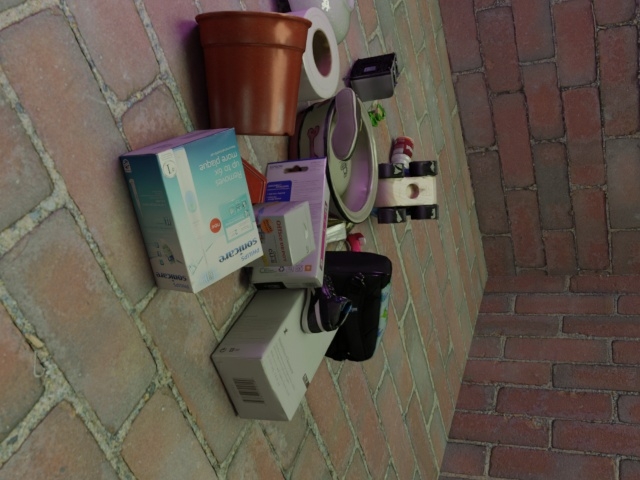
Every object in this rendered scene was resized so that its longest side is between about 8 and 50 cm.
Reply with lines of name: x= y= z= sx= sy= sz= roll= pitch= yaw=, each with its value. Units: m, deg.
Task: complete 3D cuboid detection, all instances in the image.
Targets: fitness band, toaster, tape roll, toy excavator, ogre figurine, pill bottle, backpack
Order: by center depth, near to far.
tape roll: x=-0.069 y=-0.507 z=1.791 sx=0.246 sy=0.169 sz=0.246 roll=-2 pitch=90 yaw=-65
backpack: x=0.084 y=0.202 z=1.941 sx=0.273 sy=0.289 sz=0.356 roll=-56 pitch=145 yaw=-65
fitness band: x=0.129 y=0.081 z=2.154 sx=0.291 sy=0.054 sz=0.209 roll=-108 pitch=-171 yaw=-81
ogre figurine: x=0.152 y=-0.428 z=2.297 sx=0.097 sy=0.118 sz=0.197 roll=63 pitch=34 yaw=-34
toaster: x=0.193 y=-0.594 z=2.348 sx=0.168 sy=0.185 sz=0.110 roll=-73 pitch=152 yaw=-49
toy excavator: x=0.324 y=-0.192 z=2.550 sx=0.432 sy=0.445 sz=0.223 roll=-5 pitch=95 yaw=-23
pill bottle: x=0.346 y=-0.361 z=2.727 sx=0.086 sy=0.086 sz=0.152 roll=55 pitch=41 yaw=-48

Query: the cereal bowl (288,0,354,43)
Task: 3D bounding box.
cereal bowl: x=0.010 y=-0.750 z=1.943 sx=0.339 sy=0.141 sz=0.339 roll=-11 pitch=90 yaw=-70

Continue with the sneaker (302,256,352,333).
sneaker: x=0.028 y=0.133 z=1.653 sx=0.079 sy=0.121 sz=0.217 roll=41 pitch=50 yaw=-54

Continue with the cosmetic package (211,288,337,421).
cosmetic package: x=-0.101 y=0.256 z=1.679 sx=0.385 sy=0.156 sz=0.217 roll=-57 pitch=135 yaw=-49

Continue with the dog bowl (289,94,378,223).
dog bowl: x=0.043 y=-0.253 z=2.024 sx=0.408 sy=0.150 sz=0.408 roll=-3 pitch=90 yaw=-65

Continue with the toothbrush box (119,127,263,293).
toothbrush box: x=-0.263 y=-0.067 z=1.359 sx=0.216 sy=0.126 sz=0.296 roll=-30 pitch=116 yaw=-46

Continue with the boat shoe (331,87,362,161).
boat shoe: x=0.082 y=-0.324 z=1.847 sx=0.068 sy=0.081 sz=0.228 roll=34 pitch=55 yaw=-54

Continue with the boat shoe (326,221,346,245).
boat shoe: x=0.000 y=0.000 z=1.939 sx=0.184 sy=0.066 sz=0.063 roll=-24 pitch=102 yaw=-34

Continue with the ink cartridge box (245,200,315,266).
ink cartridge box: x=-0.120 y=-0.016 z=1.530 sx=0.127 sy=0.176 sz=0.128 roll=-37 pitch=121 yaw=-59

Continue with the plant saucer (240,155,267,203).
plant saucer: x=-0.214 y=-0.100 z=1.601 sx=0.259 sy=0.047 sz=0.259 roll=38 pitch=55 yaw=-57

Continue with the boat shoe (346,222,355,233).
boat shoe: x=0.108 y=-0.081 z=2.260 sx=0.152 sy=0.056 sz=0.049 roll=-52 pitch=139 yaw=-40

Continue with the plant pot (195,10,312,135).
plant pot: x=-0.158 y=-0.382 z=1.524 sx=0.272 sy=0.272 sz=0.265 roll=-19 pitch=113 yaw=-63

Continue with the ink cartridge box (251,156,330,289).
ink cartridge box: x=-0.072 y=-0.049 z=1.707 sx=0.069 sy=0.175 sz=0.371 roll=59 pitch=31 yaw=-58

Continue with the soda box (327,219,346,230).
soda box: x=0.022 y=-0.032 z=2.065 sx=0.181 sy=0.058 sz=0.061 roll=-10 pitch=97 yaw=-63
